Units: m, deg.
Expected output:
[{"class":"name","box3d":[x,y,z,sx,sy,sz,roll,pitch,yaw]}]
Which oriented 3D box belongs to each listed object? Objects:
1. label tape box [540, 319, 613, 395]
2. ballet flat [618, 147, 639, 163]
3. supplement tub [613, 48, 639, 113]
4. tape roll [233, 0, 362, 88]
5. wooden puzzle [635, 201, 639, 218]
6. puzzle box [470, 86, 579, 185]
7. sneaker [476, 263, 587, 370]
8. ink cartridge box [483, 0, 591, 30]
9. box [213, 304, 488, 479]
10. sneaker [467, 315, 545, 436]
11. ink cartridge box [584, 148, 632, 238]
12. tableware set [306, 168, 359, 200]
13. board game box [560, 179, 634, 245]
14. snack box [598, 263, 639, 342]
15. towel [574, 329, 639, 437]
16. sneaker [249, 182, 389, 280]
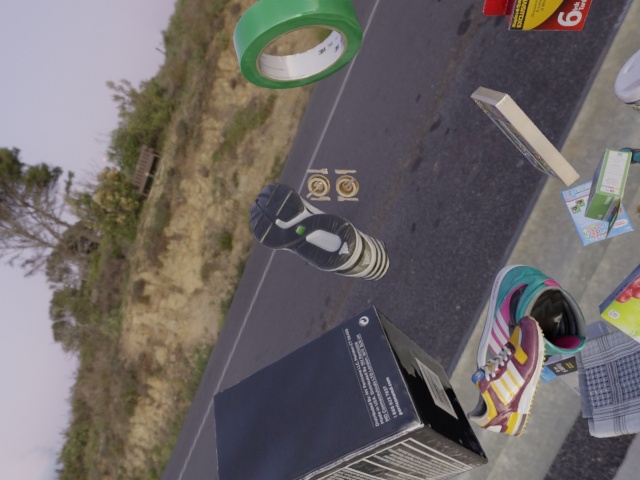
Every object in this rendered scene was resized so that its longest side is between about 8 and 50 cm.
[{"class":"label tape box","box3d":[0.953,0.465,1.608,0.347,0.249,0.115,-37,25,33]},{"class":"ballet flat","box3d":[1.258,-0.333,1.701,0.188,0.070,0.070,-89,22,-72]},{"class":"supplement tub","box3d":[1.232,-0.520,1.484,0.235,0.325,0.235,-59,11,18]},{"class":"tape roll","box3d":[-0.056,-0.502,1.093,0.321,0.321,0.077,-31,73,65]},{"class":"wooden puzzle","box3d":[0.845,-0.070,1.091,0.078,0.116,0.014,23,82,44]},{"class":"puzzle box","box3d":[0.725,-0.379,1.541,0.052,0.409,0.272,-45,16,18]},{"class":"sneaker","box3d":[0.386,0.196,0.780,0.178,0.123,0.296,-160,75,-85]},{"class":"ink cartridge box","box3d":[0.623,-0.766,1.195,0.130,0.271,0.309,-73,-17,-44]},{"class":"box","box3d":[0.046,0.286,0.655,0.294,0.296,0.183,-33,45,13]},{"class":"sneaker","box3d":[0.277,0.200,0.648,0.069,0.084,0.185,-4,-75,-80]},{"class":"ink cartridge box","box3d":[0.735,-0.122,1.107,0.209,0.062,0.109,-62,-27,-23]},{"class":"tableware set","box3d":[0.041,-0.193,1.555,0.039,0.194,0.128,-62,-30,-52]},{"class":"board game box","box3d":[0.982,-0.107,1.532,0.160,0.039,0.211,-23,78,29]},{"class":"snack box","box3d":[0.543,0.101,0.595,0.070,0.207,0.174,-11,-45,-59]},{"class":"towel","box3d":[0.898,0.417,1.289,0.324,0.056,0.312,116,166,-57]},{"class":"sneaker","box3d":[0.000,0.001,1.153,0.447,0.257,0.169,31,91,46]}]
